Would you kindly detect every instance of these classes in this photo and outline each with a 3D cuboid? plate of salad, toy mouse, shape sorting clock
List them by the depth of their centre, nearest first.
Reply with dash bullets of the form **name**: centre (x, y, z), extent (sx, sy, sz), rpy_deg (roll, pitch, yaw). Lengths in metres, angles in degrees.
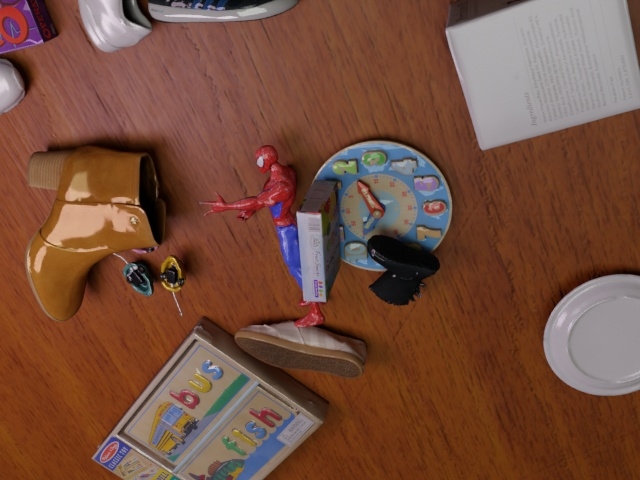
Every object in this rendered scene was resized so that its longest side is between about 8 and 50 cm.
- **shape sorting clock**: centre (0.084, -0.045, 1.035), extent (0.206, 0.040, 0.206), rpy_deg (6, 119, 10)
- **plate of salad**: centre (0.424, 0.136, 1.053), extent (0.200, 0.048, 0.199), rpy_deg (1, 112, 3)
- **toy mouse**: centre (-0.277, 0.030, 1.160), extent (0.143, 0.031, 0.160), rpy_deg (11, 115, 20)

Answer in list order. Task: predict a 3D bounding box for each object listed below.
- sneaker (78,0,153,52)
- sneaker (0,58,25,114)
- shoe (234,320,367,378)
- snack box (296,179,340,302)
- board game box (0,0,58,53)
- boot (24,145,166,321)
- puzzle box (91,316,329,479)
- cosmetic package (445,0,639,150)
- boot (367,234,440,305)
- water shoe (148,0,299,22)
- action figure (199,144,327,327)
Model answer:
- **sneaker**: centre (-0.286, -0.351, 0.927), extent (0.094, 0.080, 0.212), rpy_deg (-8, 127, 29)
- **sneaker**: centre (-0.545, -0.205, 1.060), extent (0.235, 0.094, 0.090), rpy_deg (-10, 114, 16)
- **shoe**: centre (-0.031, 0.171, 1.176), extent (0.219, 0.058, 0.076), rpy_deg (12, 140, 11)
- **snack box**: centre (0.000, 0.000, 1.001), extent (0.037, 0.100, 0.141), rpy_deg (5, 120, 14)
- **board game box**: centre (-0.563, -0.347, 1.016), extent (0.347, 0.056, 0.208), rpy_deg (-8, 120, 17)
- **boot**: centre (-0.337, 0.003, 1.107), extent (0.211, 0.104, 0.294), rpy_deg (7, 110, 19)
- **puzzle box**: centre (-0.210, 0.346, 1.308), extent (0.272, 0.052, 0.409), rpy_deg (36, 120, -7)
- **cosmetic package**: centre (0.254, -0.218, 0.837), extent (0.184, 0.151, 0.151), rpy_deg (-14, 114, 18)
- **boot**: centre (0.102, 0.046, 1.048), extent (0.121, 0.045, 0.099), rpy_deg (19, 138, -18)
- **water shoe**: centre (-0.128, -0.320, 0.915), extent (0.203, 0.073, 0.080), rpy_deg (1, 116, 12)
- **action figure**: centre (-0.081, -0.004, 1.063), extent (0.139, 0.091, 0.280), rpy_deg (-7, 117, 7)
